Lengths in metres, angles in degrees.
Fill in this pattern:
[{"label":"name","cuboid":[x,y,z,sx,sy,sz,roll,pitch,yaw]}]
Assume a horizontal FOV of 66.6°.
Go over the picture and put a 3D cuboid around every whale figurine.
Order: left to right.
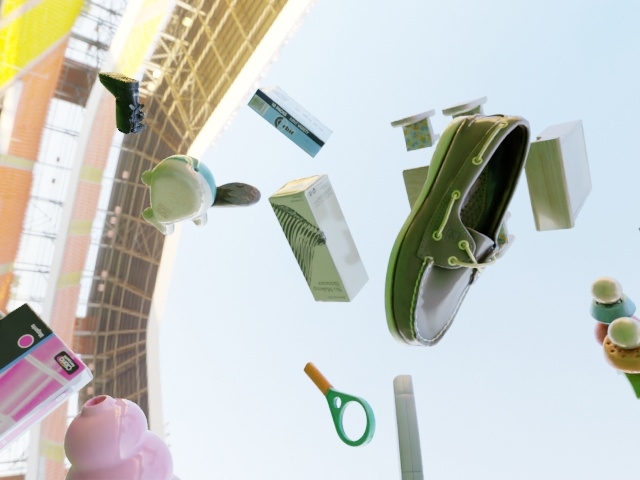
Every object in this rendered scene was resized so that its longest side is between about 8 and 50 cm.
[{"label":"whale figurine","cuboid":[-0.395,-0.126,1.361,0.272,0.216,0.141,-42,-167,41]}]

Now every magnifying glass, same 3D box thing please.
[{"label":"magnifying glass","cuboid":[0.032,0.329,1.006,0.231,0.026,0.092,38,-76,50]}]

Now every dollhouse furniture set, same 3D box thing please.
[{"label":"dollhouse furniture set","cuboid":[0.355,-0.126,1.081,0.394,0.256,0.362,-6,-74,38]}]

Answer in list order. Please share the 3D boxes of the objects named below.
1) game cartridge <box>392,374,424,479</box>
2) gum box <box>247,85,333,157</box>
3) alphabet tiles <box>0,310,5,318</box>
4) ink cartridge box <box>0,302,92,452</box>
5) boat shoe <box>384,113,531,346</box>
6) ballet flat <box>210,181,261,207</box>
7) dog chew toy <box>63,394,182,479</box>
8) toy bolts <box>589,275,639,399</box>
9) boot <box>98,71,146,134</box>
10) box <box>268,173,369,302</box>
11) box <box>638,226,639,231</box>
[{"label":"game cartridge","cuboid":[0.205,0.479,1.140,0.196,0.060,0.294,85,5,-46]},{"label":"gum box","cuboid":[-0.053,-0.241,0.970,0.041,0.157,0.184,-50,-172,19]},{"label":"alphabet tiles","cuboid":[-0.754,0.064,0.935,0.285,0.342,0.011,-35,-168,34]},{"label":"ink cartridge box","cuboid":[-0.572,0.276,0.757,0.175,0.371,0.069,39,-33,14]},{"label":"boat shoe","cuboid":[0.178,-0.012,0.627,0.096,0.116,0.325,11,-102,57]},{"label":"ballet flat","cuboid":[-0.308,-0.128,1.493,0.058,0.249,0.084,116,-36,-62]},{"label":"dog chew toy","cuboid":[-0.338,0.426,0.838,0.206,0.206,0.332,3,-72,52]},{"label":"toy bolts","cuboid":[0.646,0.161,0.976,0.218,0.159,0.228,-27,-159,10]},{"label":"boot","cuboid":[-0.378,-0.261,0.924,0.121,0.045,0.099,27,-57,31]},{"label":"box","cuboid":[0.000,0.000,1.070,0.113,0.094,0.275,-6,-63,40]},{"label":"box","cuboid":[0.718,-0.046,0.868,0.045,0.184,0.190,61,-4,-10]}]
